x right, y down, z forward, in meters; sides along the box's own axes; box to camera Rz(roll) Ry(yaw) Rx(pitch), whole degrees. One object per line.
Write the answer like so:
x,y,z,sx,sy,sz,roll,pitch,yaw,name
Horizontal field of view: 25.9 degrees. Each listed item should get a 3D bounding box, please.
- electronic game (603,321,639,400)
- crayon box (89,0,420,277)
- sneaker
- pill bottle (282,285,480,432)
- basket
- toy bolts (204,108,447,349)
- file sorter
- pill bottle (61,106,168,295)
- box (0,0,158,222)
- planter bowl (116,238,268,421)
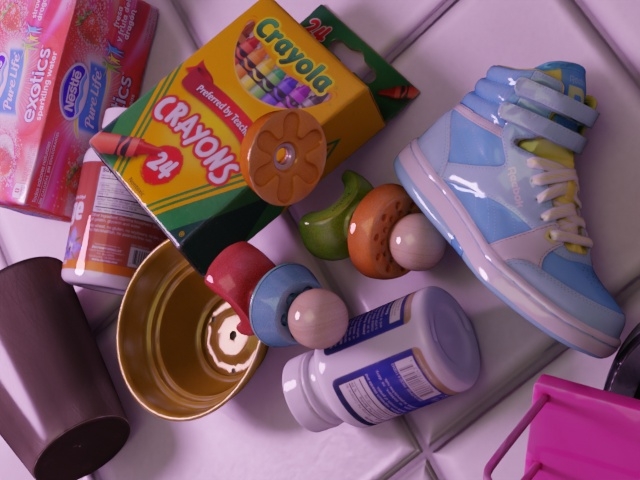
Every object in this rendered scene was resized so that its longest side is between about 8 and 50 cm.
0.321,0.166,1.225,0.229,0.048,0.229,-27,58,57,electronic game
-0.075,-0.136,1.550,0.318,0.081,0.202,-41,56,-5,crayon box
0.223,-0.053,1.348,0.208,0.127,0.319,-51,56,16,sneaker
0.058,0.129,1.428,0.187,0.112,0.112,-25,65,29,pill bottle
-0.337,0.168,1.687,0.204,0.154,0.227,-47,60,15,basket
0.000,0.000,1.401,0.158,0.218,0.228,20,64,48,toy bolts
0.228,0.296,1.120,0.202,0.182,0.290,14,117,25,file sorter
-0.234,-0.045,1.680,0.121,0.121,0.216,4,80,37,pill bottle
-0.338,-0.181,1.776,0.154,0.142,0.299,10,84,38,box
-0.122,0.102,1.579,0.217,0.090,0.217,-11,71,34,planter bowl
